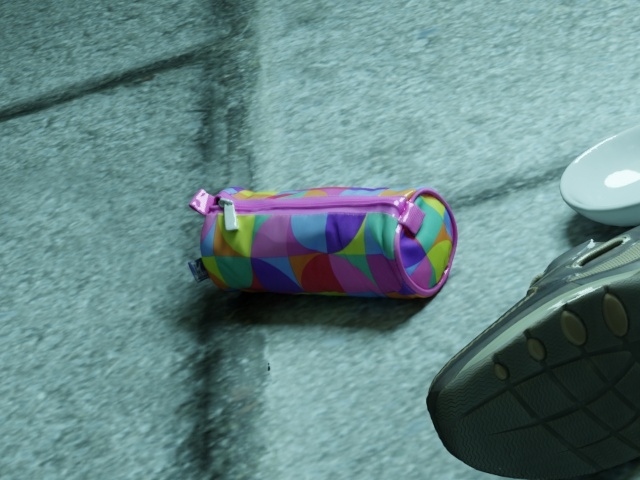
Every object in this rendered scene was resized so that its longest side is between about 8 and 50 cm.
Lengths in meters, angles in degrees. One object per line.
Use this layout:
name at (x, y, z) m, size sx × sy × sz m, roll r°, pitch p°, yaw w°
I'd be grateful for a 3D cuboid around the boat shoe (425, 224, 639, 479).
boat shoe at (0.214, 0.068, 1.414) m, size 0.355 × 0.132 × 0.130 m, roll -23°, pitch 14°, yaw -28°

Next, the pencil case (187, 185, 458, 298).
pencil case at (0.000, 0.000, 1.706) m, size 0.236 × 0.104 × 0.104 m, roll 0°, pitch 31°, yaw 34°

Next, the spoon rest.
spoon rest at (0.334, -0.085, 1.661) m, size 0.276 × 0.084 × 0.137 m, roll -19°, pitch 25°, yaw -1°
